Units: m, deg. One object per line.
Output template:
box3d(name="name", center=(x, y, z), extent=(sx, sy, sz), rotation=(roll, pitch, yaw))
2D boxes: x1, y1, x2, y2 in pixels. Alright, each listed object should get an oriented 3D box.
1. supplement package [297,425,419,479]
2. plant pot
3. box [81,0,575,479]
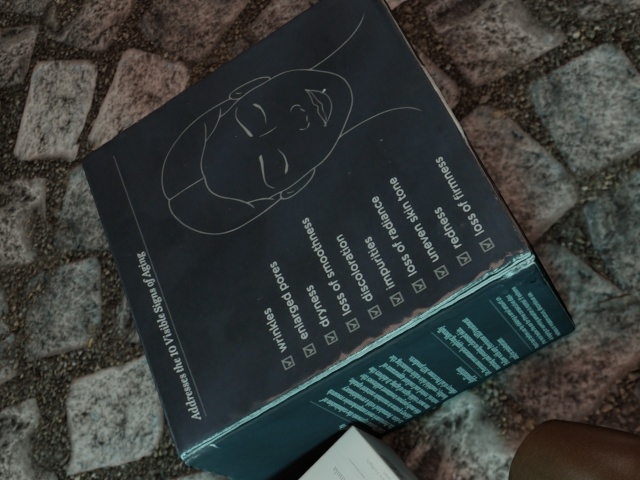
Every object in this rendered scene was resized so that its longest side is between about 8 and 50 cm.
box3d(name="supplement package", center=(0.019, 0.377, 1.269), extent=(0.244, 0.134, 0.139), rotation=(-46, 58, 2))
box3d(name="plant pot", center=(0.333, 0.303, 1.134), extent=(0.230, 0.215, 0.215), rotation=(27, 82, 45))
box3d(name="box", center=(0.000, 0.000, 1.336), extent=(0.471, 0.297, 0.480), rotation=(-30, 60, 10))
